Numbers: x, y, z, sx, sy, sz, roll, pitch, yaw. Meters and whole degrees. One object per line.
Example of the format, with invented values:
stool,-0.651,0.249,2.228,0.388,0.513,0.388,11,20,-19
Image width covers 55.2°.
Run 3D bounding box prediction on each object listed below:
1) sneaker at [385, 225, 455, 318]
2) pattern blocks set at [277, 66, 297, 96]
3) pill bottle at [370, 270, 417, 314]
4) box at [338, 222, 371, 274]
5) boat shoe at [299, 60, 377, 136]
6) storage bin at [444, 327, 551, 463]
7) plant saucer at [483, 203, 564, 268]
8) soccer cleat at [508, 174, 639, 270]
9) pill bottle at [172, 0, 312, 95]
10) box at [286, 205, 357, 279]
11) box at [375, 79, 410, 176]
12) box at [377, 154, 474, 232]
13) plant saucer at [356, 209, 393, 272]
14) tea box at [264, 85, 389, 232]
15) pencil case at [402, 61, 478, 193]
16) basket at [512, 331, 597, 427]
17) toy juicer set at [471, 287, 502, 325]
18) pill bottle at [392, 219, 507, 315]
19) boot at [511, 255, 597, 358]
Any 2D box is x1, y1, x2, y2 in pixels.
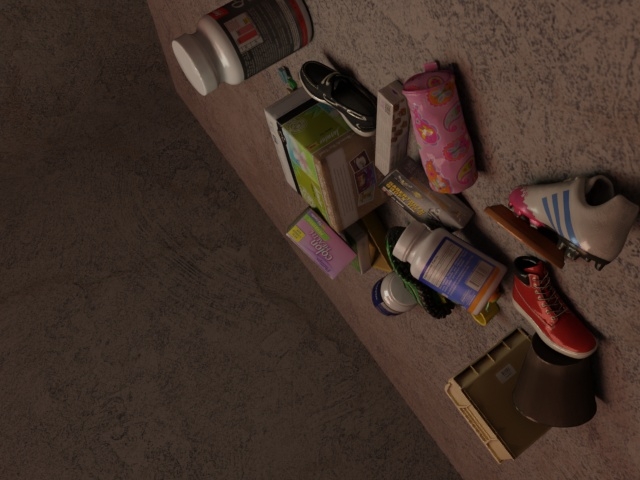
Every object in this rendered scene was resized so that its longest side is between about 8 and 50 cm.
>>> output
sneaker,0.301,0.105,2.002,0.344,0.134,0.146,60,167,-18
pattern blocks set,-0.063,-0.445,2.170,0.285,0.026,0.325,56,172,43
pill bottle,0.282,0.189,2.226,0.153,0.153,0.265,55,166,6
box,0.069,-0.046,2.295,0.322,0.058,0.232,50,165,31
boat shoe,0.057,-0.420,1.712,0.302,0.114,0.091,40,163,15
storage bin,0.521,0.421,1.679,0.260,0.262,0.123,53,165,14
plant saucer,0.435,-0.016,1.288,0.200,0.037,0.200,35,-167,-9
soccer cleat,0.465,-0.065,1.130,0.116,0.143,0.331,22,-163,-16
pill bottle,-0.223,-0.578,1.757,0.210,0.363,0.210,51,165,19
box,0.000,0.000,2.068,0.213,0.117,0.243,45,-177,-6
box,0.190,-0.287,1.628,0.067,0.063,0.324,52,166,25
box,0.275,-0.110,1.630,0.231,0.056,0.183,40,168,-3
plant saucer,0.149,-0.056,2.277,0.333,0.081,0.333,59,166,-14
tea box,0.025,-0.266,1.922,0.323,0.220,0.329,46,163,37
pencil case,0.268,-0.243,1.357,0.124,0.124,0.284,37,156,55
basket,0.579,0.328,1.499,0.204,0.154,0.227,4,132,19
toy juicer set,0.384,0.085,1.756,0.329,0.089,0.209,51,166,25
pill bottle,0.332,0.062,1.598,0.272,0.152,0.152,33,160,16
boot,0.530,0.145,1.400,0.244,0.088,0.176,49,164,43
